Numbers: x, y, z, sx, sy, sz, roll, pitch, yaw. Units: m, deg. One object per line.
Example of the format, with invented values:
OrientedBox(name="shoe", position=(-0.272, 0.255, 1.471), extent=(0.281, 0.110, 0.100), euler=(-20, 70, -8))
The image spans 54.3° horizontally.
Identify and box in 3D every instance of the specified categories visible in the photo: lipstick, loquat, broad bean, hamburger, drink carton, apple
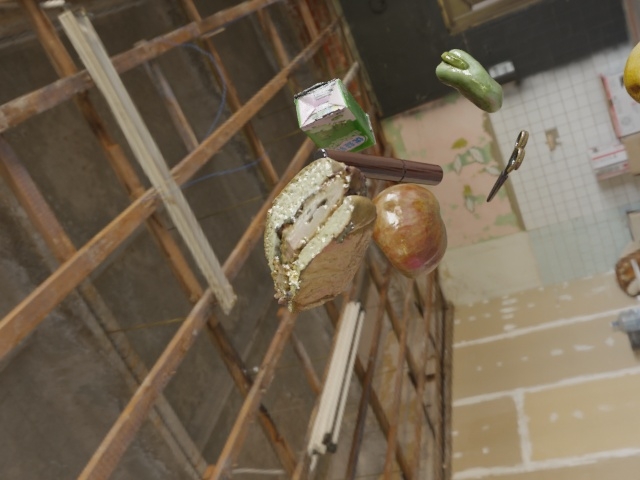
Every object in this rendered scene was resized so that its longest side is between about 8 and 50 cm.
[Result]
OrientedBox(name="lipstick", position=(0.139, -0.166, 1.434), extent=(0.357, 0.057, 0.057), euler=(3, -112, -35))
OrientedBox(name="loquat", position=(0.845, -0.416, 1.508), extent=(0.213, 0.213, 0.213), euler=(51, -150, -46))
OrientedBox(name="broad bean", position=(0.433, -0.457, 1.787), extent=(0.228, 0.100, 0.169), euler=(35, -173, -18))
OrientedBox(name="hamburger", position=(0.000, 0.000, 1.039), extent=(0.245, 0.282, 0.155), euler=(23, -147, -57))
OrientedBox(name="drink carton", position=(0.048, -0.355, 1.854), extent=(0.271, 0.161, 0.108), euler=(35, -142, -62))
OrientedBox(name="apple", position=(0.299, -0.041, 2.055), extent=(0.309, 0.250, 0.277), euler=(54, -177, -8))

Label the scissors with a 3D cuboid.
OrientedBox(name="scissors", position=(0.383, -0.138, 1.294), extent=(0.220, 0.017, 0.088), euler=(100, -173, -62))
